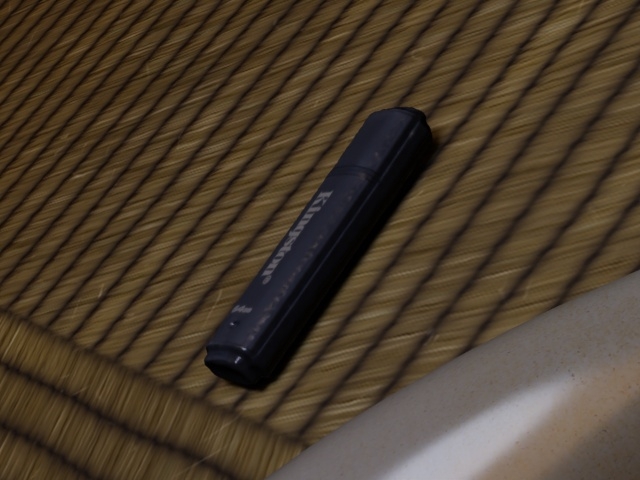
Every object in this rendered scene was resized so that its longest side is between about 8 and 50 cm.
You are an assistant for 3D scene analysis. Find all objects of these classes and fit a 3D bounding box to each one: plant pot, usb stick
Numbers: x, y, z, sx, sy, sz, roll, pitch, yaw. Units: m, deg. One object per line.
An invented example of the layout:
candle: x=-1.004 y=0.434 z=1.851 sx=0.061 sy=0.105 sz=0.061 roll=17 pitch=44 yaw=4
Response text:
plant pot: x=0.120 y=0.144 z=0.885 sx=0.274 sy=0.256 sz=0.256 roll=-46 pitch=28 yaw=15
usb stick: x=0.000 y=0.000 z=1.468 sx=0.077 sy=0.045 sz=0.278 roll=6 pitch=55 yaw=51
